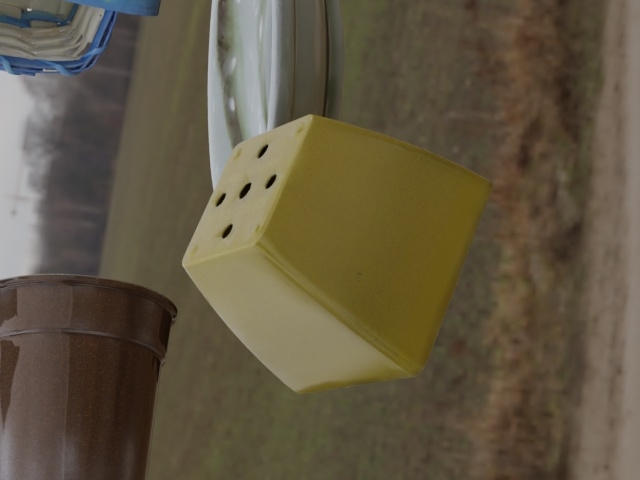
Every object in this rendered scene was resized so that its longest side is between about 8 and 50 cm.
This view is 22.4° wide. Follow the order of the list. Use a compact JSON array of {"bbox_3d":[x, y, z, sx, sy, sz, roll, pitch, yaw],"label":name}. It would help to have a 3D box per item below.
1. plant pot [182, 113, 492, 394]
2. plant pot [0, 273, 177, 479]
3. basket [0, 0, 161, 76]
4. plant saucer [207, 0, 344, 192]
[{"bbox_3d":[0.000,0.000,1.522,0.212,0.187,0.212,-16,45,55],"label":"plant pot"},{"bbox_3d":[-0.196,0.130,1.237,0.167,0.167,0.165,118,155,-67],"label":"plant pot"},{"bbox_3d":[-0.275,-0.241,1.337,0.289,0.255,0.201,-125,48,-64],"label":"basket"},{"bbox_3d":[-0.046,-0.191,1.782,0.400,0.101,0.400,180,90,-77],"label":"plant saucer"}]
